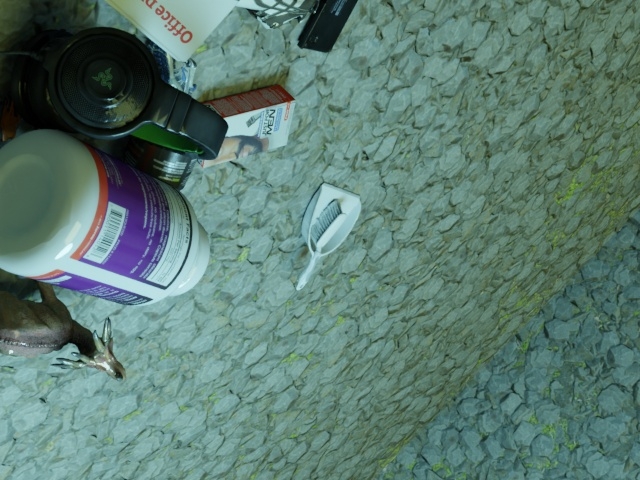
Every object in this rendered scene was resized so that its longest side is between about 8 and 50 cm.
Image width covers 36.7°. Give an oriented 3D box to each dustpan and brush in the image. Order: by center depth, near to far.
[{"bbox_3d":[0.000,0.000,1.890,0.211,0.060,0.147,-54,147,14],"label":"dustpan and brush"}]

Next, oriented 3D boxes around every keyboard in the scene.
[{"bbox_3d":[0.019,-0.381,1.519,0.108,0.023,0.180,-5,130,-55],"label":"keyboard"}]

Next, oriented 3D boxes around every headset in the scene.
[{"bbox_3d":[-0.285,-0.220,1.192,0.394,0.243,0.185,23,84,-38],"label":"headset"}]

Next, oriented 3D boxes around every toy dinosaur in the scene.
[{"bbox_3d":[-0.424,0.135,1.433,0.295,0.200,0.127,-2,129,-47],"label":"toy dinosaur"}]

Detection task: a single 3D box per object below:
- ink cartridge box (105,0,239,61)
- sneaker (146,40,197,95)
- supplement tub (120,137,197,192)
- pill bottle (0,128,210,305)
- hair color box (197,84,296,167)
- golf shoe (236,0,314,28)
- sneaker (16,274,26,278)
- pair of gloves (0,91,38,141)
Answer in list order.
[{"bbox_3d":[-0.161,-0.399,1.196,0.289,0.121,0.211,-47,148,4],"label":"ink cartridge box"},{"bbox_3d":[-0.210,-0.252,1.388,0.058,0.052,0.135,-44,157,-20],"label":"sneaker"},{"bbox_3d":[-0.255,-0.097,1.451,0.106,0.106,0.198,0,128,-48],"label":"supplement tub"},{"bbox_3d":[-0.284,-0.016,1.274,0.181,0.181,0.323,-49,152,7],"label":"pill bottle"},{"bbox_3d":[-0.126,-0.184,1.547,0.167,0.053,0.093,-19,141,-33],"label":"hair color box"},{"bbox_3d":[-0.081,-0.343,1.396,0.198,0.077,0.094,-14,137,-38],"label":"golf shoe"},{"bbox_3d":[-0.464,-0.047,1.289,0.121,0.111,0.300,-29,139,-10],"label":"sneaker"},{"bbox_3d":[-0.395,-0.171,1.297,0.083,0.010,0.074,-18,138,-40],"label":"pair of gloves"}]
